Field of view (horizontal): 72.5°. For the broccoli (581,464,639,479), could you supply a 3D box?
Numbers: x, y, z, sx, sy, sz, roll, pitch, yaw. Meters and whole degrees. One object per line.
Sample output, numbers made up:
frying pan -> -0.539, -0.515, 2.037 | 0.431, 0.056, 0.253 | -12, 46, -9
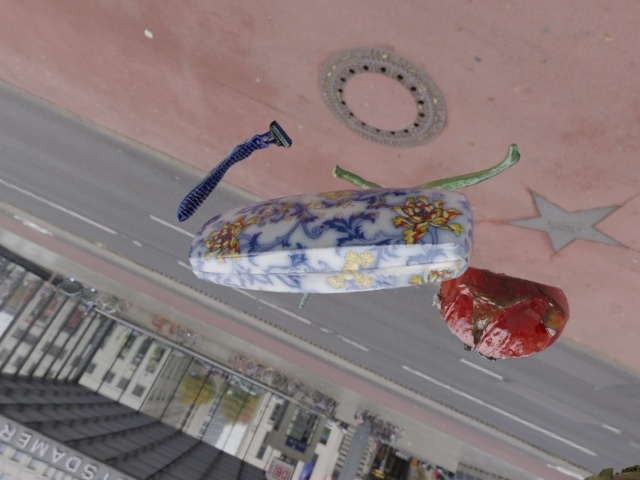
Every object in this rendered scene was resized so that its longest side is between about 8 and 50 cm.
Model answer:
broccoli -> 0.348, 0.304, 0.463 | 0.137, 0.146, 0.162 | 28, 151, -1

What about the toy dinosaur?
toy dinosaur -> 0.138, -0.024, 0.831 | 0.300, 0.087, 0.448 | 13, 122, -20

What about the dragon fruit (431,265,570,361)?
dragon fruit -> 0.458, 0.167, 1.092 | 0.343, 0.282, 0.100 | 14, 145, 10

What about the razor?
razor -> -0.102, -0.076, 0.481 | 0.028, 0.154, 0.044 | 56, -172, 28

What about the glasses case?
glasses case -> 0.000, 0.000, 0.371 | 0.247, 0.087, 0.065 | -3, 130, 21
